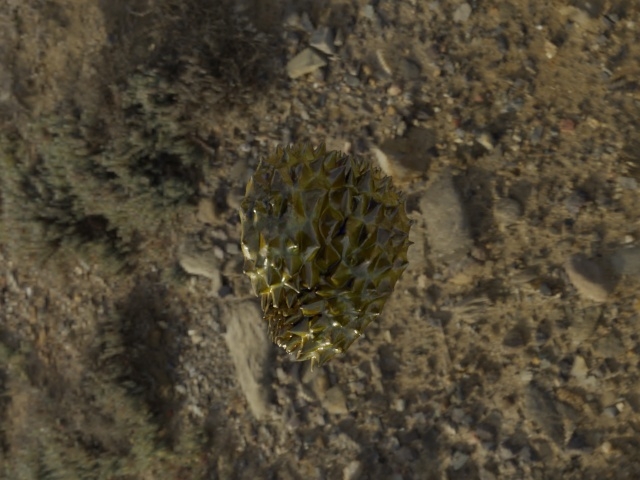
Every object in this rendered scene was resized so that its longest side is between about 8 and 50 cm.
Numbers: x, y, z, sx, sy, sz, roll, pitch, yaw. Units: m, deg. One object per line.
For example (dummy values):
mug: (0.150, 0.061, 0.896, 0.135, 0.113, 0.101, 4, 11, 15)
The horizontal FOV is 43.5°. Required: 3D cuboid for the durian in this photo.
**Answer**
durian: (0.002, -0.001, 0.719, 0.165, 0.182, 0.132, 40, 157, 7)
